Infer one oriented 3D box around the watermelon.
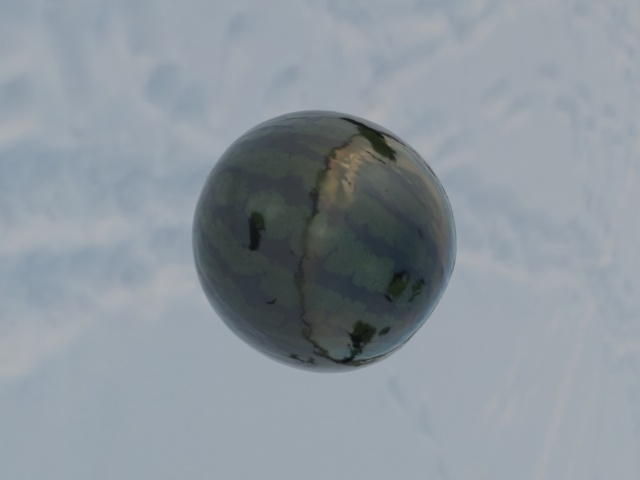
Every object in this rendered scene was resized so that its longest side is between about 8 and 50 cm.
[{"bbox_3d":[0.000,0.000,1.351,0.212,0.212,0.212,8,90,-74],"label":"watermelon"}]
